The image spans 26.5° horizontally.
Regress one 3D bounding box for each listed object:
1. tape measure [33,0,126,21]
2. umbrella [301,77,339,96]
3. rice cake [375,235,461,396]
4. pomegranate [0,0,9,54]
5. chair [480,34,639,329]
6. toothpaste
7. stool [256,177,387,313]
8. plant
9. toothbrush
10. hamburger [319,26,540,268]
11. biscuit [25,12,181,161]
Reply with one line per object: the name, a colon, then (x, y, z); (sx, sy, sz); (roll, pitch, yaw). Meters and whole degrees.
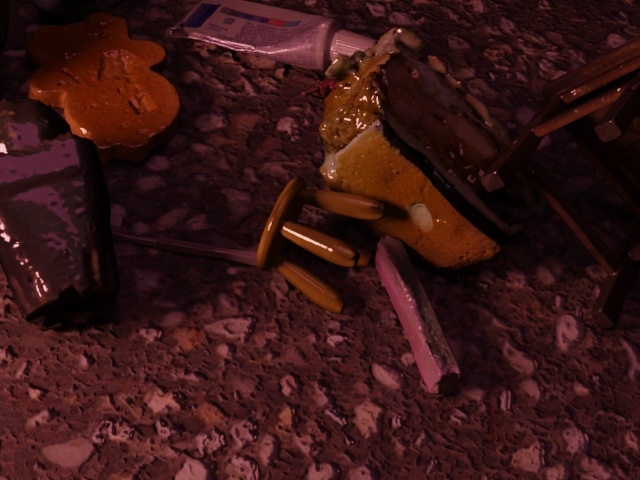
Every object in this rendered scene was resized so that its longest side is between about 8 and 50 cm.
tape measure: (-0.295, -0.332, 1.805); (0.179, 0.107, 0.104); (2, 66, -60)
umbrella: (0.041, -0.212, 1.758); (0.165, 0.027, 0.025); (-26, 101, -31)
rice cake: (0.103, 0.079, 1.490); (0.036, 0.047, 0.207); (2, 48, -28)
pomegranate: (-0.509, -0.252, 1.601); (0.285, 0.231, 0.231); (0, 40, 31)
chair: (0.393, -0.137, 1.573); (0.240, 0.203, 0.416); (47, 48, -15)
toothpaste: (-0.054, -0.267, 1.765); (0.282, 0.069, 0.099); (15, 16, 22)
stool: (0.000, 0.000, 1.500); (0.110, 0.135, 0.134); (25, 93, 9)
plant: (-0.292, -0.035, 1.447); (0.141, 0.164, 0.256); (-20, 70, -10)
toothbrush: (-0.162, 0.005, 1.532); (0.194, 0.014, 0.017); (11, 44, 1)
hamburger: (0.103, -0.096, 1.564); (0.288, 0.192, 0.168); (45, 56, -13)
biscuit: (-0.263, -0.188, 1.677); (0.184, 0.035, 0.249); (-22, 55, -25)
